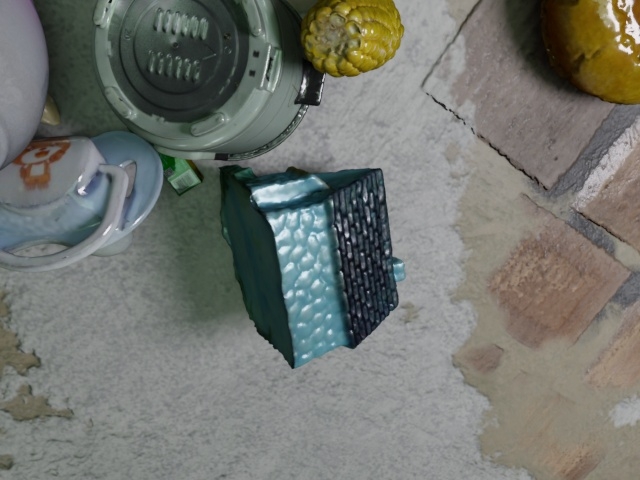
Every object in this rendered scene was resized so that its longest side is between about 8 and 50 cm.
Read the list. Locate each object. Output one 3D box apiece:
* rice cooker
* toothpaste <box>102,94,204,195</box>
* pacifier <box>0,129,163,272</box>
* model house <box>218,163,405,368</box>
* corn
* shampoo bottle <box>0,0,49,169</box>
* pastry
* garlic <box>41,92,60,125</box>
[{"bbox_3d":[-0.136,-0.222,0.670,0.281,0.227,0.241,11,100,9],"label":"rice cooker"},{"bbox_3d":[-0.239,-0.149,0.773,0.043,0.037,0.178,-32,109,5],"label":"toothpaste"},{"bbox_3d":[-0.341,-0.034,0.732,0.279,0.227,0.207,-4,152,4],"label":"pacifier"},{"bbox_3d":[0.000,0.000,0.790,0.241,0.226,0.261,-17,113,-20],"label":"model house"},{"bbox_3d":[0.043,-0.256,0.648,0.106,0.305,0.106,4,111,11],"label":"corn"},{"bbox_3d":[-0.443,-0.209,0.567,0.273,0.266,0.273,-12,150,-7],"label":"shampoo bottle"},{"bbox_3d":[0.484,-0.368,0.766,0.356,0.164,0.355,-4,107,-12],"label":"pastry"},{"bbox_3d":[-0.403,-0.191,0.732,0.084,0.041,0.053,9,118,-4],"label":"garlic"}]
